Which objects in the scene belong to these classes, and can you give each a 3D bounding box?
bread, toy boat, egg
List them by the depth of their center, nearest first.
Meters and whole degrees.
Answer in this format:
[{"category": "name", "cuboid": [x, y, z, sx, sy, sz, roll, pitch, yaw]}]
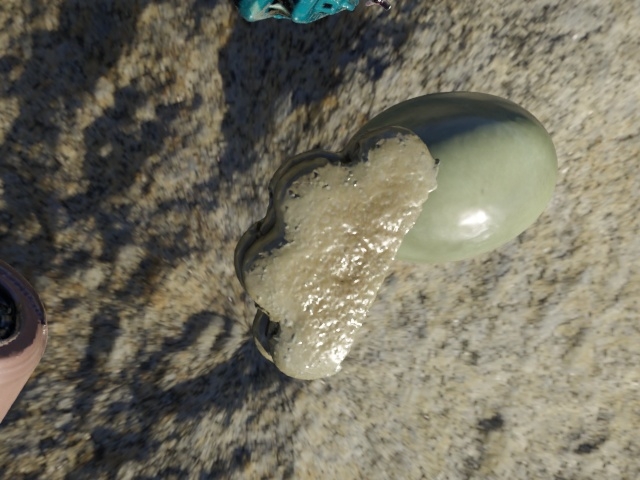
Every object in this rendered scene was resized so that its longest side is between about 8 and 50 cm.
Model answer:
[{"category": "toy boat", "cuboid": [0.023, -0.261, 1.041, 0.092, 0.299, 0.134, 41, 120, 2]}, {"category": "bread", "cuboid": [0.003, 0.002, 1.318, 0.183, 0.102, 0.337, 23, 99, -27]}, {"category": "egg", "cuboid": [0.188, -0.097, 1.631, 0.352, 0.258, 0.259, -10, 86, -11]}]

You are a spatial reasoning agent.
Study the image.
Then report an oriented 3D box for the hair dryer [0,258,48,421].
[{"category": "hair dryer", "cuboid": [-0.371, 0.086, 0.677, 0.352, 0.125, 0.210, 16, 124, -38]}]
